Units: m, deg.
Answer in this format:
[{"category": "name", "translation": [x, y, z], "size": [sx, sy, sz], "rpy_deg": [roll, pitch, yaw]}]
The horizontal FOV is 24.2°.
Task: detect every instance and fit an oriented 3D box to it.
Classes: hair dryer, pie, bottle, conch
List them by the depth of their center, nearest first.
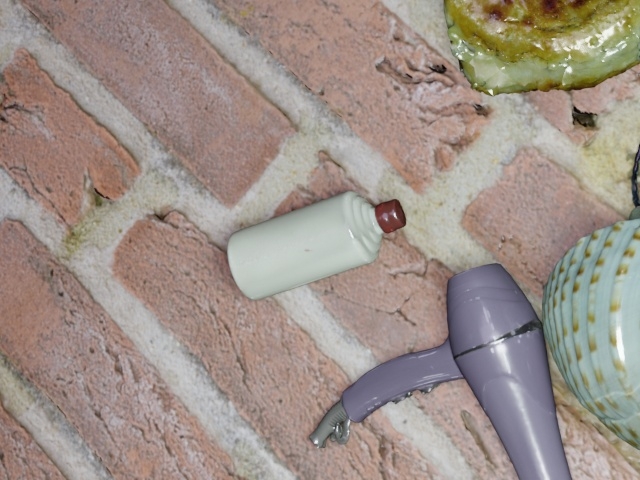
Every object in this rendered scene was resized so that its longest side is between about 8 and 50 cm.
[{"category": "conch", "translation": [0.398, 0.136, 1.738], "size": [0.319, 0.215, 0.303], "rpy_deg": [-19, 117, 33]}, {"category": "hair dryer", "translation": [0.144, 0.220, 1.944], "size": [0.361, 0.121, 0.301], "rpy_deg": [-22, 80, 28]}, {"category": "pie", "translation": [0.308, -0.352, 1.964], "size": [0.288, 0.103, 0.355], "rpy_deg": [18, 85, 20]}, {"category": "bottle", "translation": [0.000, 0.000, 2.029], "size": [0.245, 0.104, 0.104], "rpy_deg": [-18, 73, 20]}]

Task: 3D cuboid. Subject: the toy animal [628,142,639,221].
[{"category": "toy animal", "translation": [0.424, -0.030, 1.880], "size": [0.079, 0.070, 0.253], "rpy_deg": [-1, 63, -12]}]
